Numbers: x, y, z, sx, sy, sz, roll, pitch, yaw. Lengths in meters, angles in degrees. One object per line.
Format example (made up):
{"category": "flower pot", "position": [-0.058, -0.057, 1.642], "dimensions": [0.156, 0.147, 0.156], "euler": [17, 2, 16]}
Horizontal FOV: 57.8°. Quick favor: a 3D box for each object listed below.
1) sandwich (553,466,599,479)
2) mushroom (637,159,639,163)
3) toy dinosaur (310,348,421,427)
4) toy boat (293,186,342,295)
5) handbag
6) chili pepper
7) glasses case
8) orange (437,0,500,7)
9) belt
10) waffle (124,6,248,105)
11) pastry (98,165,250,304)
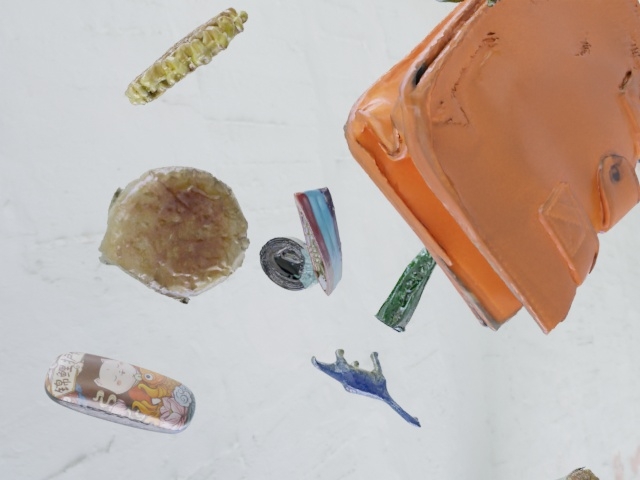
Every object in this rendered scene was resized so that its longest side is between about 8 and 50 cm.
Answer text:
{"category": "sandwich", "position": [0.466, 0.583, 1.243], "dimensions": [0.226, 0.251, 0.087], "euler": [6, -133, -54]}
{"category": "mushroom", "position": [0.570, -0.271, 1.081], "dimensions": [0.344, 0.130, 0.247], "euler": [-66, -16, -67]}
{"category": "toy dinosaur", "position": [0.093, 0.323, 1.254], "dimensions": [0.248, 0.075, 0.188], "euler": [18, -152, -37]}
{"category": "toy boat", "position": [0.000, 0.000, 1.382], "dimensions": [0.392, 0.080, 0.136], "euler": [80, 163, -54]}
{"category": "handbag", "position": [0.239, -0.136, 0.632], "dimensions": [0.303, 0.116, 0.410], "euler": [49, -116, -15]}
{"category": "chili pepper", "position": [0.209, 0.094, 1.269], "dimensions": [0.088, 0.059, 0.226], "euler": [30, -86, -43]}
{"category": "glasses case", "position": [-0.427, 0.331, 1.257], "dimensions": [0.321, 0.082, 0.122], "euler": [22, -148, -19]}
{"category": "orange", "position": [0.048, -0.199, 0.298], "dimensions": [0.160, 0.112, 0.170], "euler": [45, -154, 15]}
{"category": "belt", "position": [-0.086, 0.070, 1.767], "dimensions": [0.198, 0.151, 0.078], "euler": [38, -168, 13]}
{"category": "waffle", "position": [-0.175, -0.233, 0.741], "dimensions": [0.038, 0.191, 0.191], "euler": [52, -135, -25]}
{"category": "pastry", "position": [-0.259, -0.018, 1.054], "dimensions": [0.257, 0.121, 0.235], "euler": [35, -98, -26]}
